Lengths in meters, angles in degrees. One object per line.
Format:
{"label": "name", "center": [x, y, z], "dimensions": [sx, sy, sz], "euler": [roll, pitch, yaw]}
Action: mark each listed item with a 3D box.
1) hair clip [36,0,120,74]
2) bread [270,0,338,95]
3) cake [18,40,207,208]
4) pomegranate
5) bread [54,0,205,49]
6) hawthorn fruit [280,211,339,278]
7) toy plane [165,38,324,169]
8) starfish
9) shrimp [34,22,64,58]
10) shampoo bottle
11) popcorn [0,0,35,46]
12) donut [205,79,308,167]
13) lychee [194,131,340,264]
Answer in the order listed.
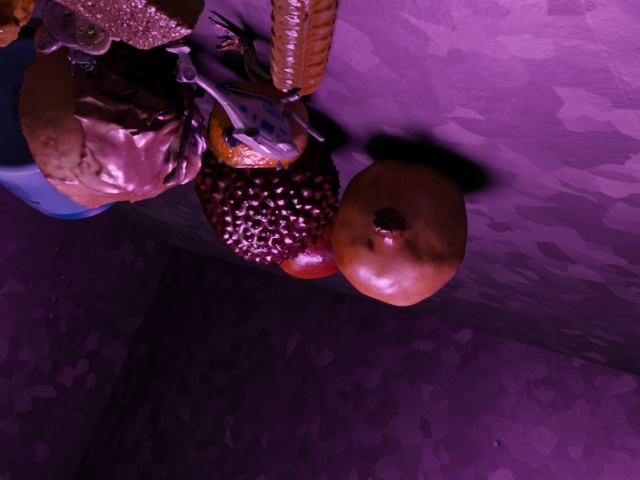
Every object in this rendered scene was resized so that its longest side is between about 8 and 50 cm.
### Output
{"label": "hair clip", "center": [-0.391, -0.362, 1.244], "dimensions": [0.146, 0.187, 0.056], "euler": [11, -151, 7]}
{"label": "bread", "center": [-0.028, -0.294, 1.075], "dimensions": [0.077, 0.084, 0.367], "euler": [62, 171, 8]}
{"label": "cake", "center": [-0.347, -0.242, 1.436], "dimensions": [0.321, 0.332, 0.332], "euler": [-11, 157, 20]}
{"label": "pomegranate", "center": [0.153, -0.015, 1.503], "dimensions": [0.307, 0.307, 0.307], "euler": [21, 169, 4]}
{"label": "bread", "center": [-0.302, -0.383, 1.098], "dimensions": [0.234, 0.111, 0.184], "euler": [28, 165, -36]}
{"label": "hawthorn fruit", "center": [0.000, 0.000, 2.120], "dimensions": [0.260, 0.224, 0.224], "euler": [1, 162, 18]}
{"label": "toy plane", "center": [-0.126, -0.210, 1.215], "dimensions": [0.182, 0.107, 0.273], "euler": [14, 168, 31]}
{"label": "starfish", "center": [-0.136, -0.321, 1.250], "dimensions": [0.130, 0.041, 0.133], "euler": [34, 161, 53]}
{"label": "shrimp", "center": [-0.546, -0.367, 1.564], "dimensions": [0.095, 0.162, 0.045], "euler": [-17, -169, 19]}
{"label": "shampoo bottle", "center": [-0.622, -0.250, 1.748], "dimensions": [0.331, 0.331, 0.343], "euler": [20, 168, 8]}
{"label": "popcorn", "center": [-0.552, -0.407, 1.131], "dimensions": [0.258, 0.224, 0.270], "euler": [30, 151, -33]}
{"label": "donut", "center": [-0.112, -0.215, 1.372], "dimensions": [0.190, 0.174, 0.075], "euler": [15, 151, 0]}
{"label": "lychee", "center": [-0.104, -0.105, 1.562], "dimensions": [0.306, 0.306, 0.330], "euler": [28, 144, -28]}
